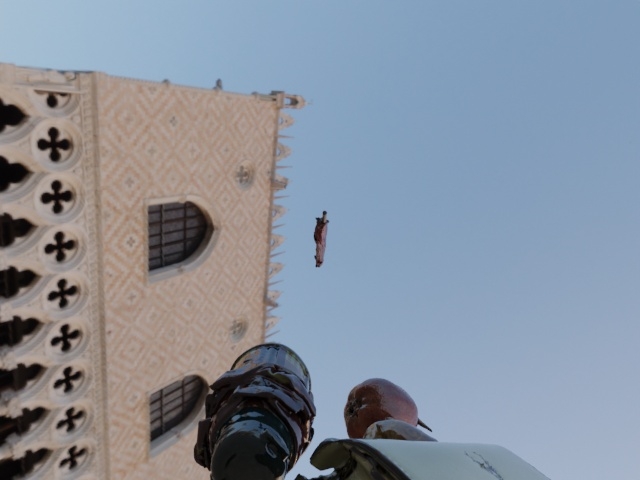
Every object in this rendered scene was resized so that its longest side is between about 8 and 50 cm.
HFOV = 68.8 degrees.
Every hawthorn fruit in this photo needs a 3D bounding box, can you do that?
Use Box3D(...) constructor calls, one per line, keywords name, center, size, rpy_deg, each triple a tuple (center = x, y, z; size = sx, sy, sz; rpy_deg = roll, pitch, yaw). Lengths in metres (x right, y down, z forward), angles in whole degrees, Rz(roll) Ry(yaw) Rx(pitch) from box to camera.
Box3D(name="hawthorn fruit", center=(0.203, 0.529, 1.393), size=(0.262, 0.210, 0.211), rpy_deg=(19, -64, -13))

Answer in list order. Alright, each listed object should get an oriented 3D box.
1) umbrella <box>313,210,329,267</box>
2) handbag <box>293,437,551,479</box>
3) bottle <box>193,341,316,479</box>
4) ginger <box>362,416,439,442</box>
Box3D(name="umbrella", center=(0.000, 0.000, 0.777), size=(0.165, 0.025, 0.027), rpy_deg=(94, -27, -58))
Box3D(name="handbag", center=(0.156, 0.311, 0.458), size=(0.160, 0.358, 0.236), rpy_deg=(-53, -133, 7))
Box3D(name="bottle", center=(-0.085, 0.230, 0.612), size=(0.156, 0.271, 0.143), rpy_deg=(-38, -87, 2))
Box3D(name="ginger", center=(0.213, 0.518, 0.919), size=(0.274, 0.152, 0.358), rpy_deg=(8, -58, 28))
